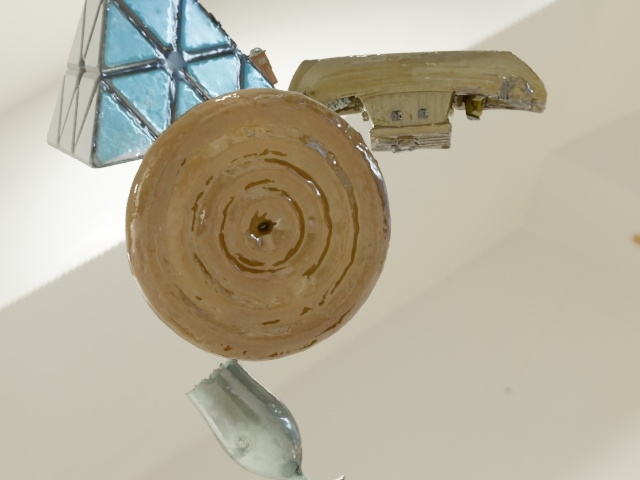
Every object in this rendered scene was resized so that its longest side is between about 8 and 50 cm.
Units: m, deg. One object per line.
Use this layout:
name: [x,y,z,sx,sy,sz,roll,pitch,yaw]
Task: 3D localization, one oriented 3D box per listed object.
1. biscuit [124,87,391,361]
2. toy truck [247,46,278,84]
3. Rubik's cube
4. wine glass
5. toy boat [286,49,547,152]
biscuit: [-0.052,-0.015,1.209,0.262,0.262,0.037,-60,16,-7]
toy truck: [-0.110,-0.191,1.828,0.080,0.115,0.178,-29,1,-19]
Rubik's cube: [-0.201,-0.177,1.455,0.233,0.229,0.228,-46,-25,-8]
wine glass: [-0.072,0.253,1.644,0.103,0.222,0.103,-42,-4,-3]
toy boat: [0.117,-0.169,1.599,0.089,0.321,0.121,68,-158,-75]
